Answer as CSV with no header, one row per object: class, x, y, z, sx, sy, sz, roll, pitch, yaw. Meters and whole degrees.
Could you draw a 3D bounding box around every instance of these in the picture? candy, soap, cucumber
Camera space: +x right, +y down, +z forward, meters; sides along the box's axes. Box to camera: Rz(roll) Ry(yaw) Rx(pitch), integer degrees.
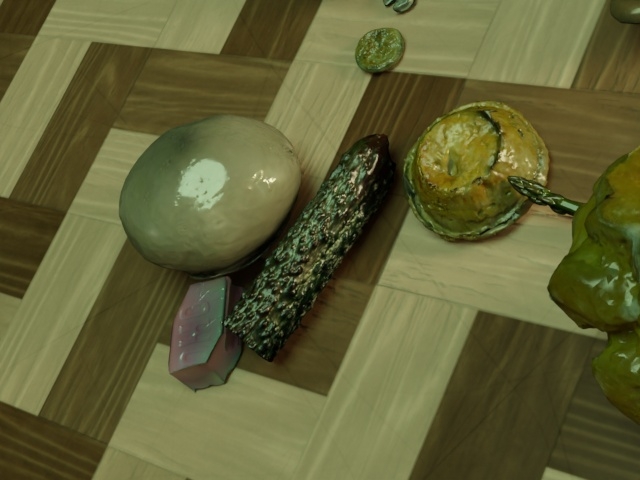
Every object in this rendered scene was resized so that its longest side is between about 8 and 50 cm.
candy,-0.166,-0.081,1.805,0.295,0.185,0.295,-17,43,17
soap,-0.164,0.135,1.773,0.100,0.056,0.149,-15,55,30
cucumber,0.000,0.000,1.723,0.096,0.096,0.359,30,80,42

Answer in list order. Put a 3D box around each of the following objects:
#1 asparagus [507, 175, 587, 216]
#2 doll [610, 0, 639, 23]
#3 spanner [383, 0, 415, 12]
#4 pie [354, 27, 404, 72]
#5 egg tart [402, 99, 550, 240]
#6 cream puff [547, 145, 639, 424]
asparagus,0.334,-0.032,1.528,0.236,0.034,0.027,25,77,31
doll,0.509,-0.391,1.546,0.329,0.174,0.235,-11,64,28
spanner,0.190,-0.480,1.926,0.071,0.017,0.302,29,81,42
pie,0.089,-0.287,1.877,0.084,0.021,0.084,-14,58,23
egg tart,0.196,-0.101,1.648,0.212,0.090,0.213,-15,60,28
cream puff,0.423,0.068,1.290,0.378,0.276,0.378,-7,38,5
